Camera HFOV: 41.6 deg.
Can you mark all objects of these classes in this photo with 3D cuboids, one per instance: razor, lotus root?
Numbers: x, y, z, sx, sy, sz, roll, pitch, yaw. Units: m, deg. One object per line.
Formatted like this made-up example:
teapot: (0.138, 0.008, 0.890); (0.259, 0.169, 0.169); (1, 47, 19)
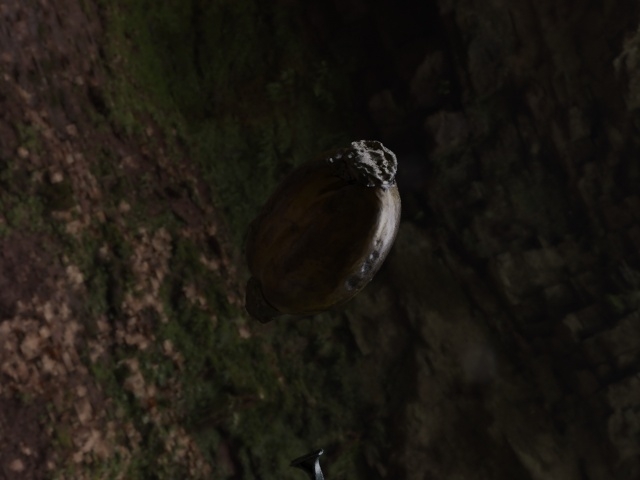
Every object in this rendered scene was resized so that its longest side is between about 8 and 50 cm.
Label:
razor: (-0.005, 0.374, 1.103); (0.066, 0.033, 0.190); (-34, -132, 39)
lotus root: (0.000, 0.000, 0.764); (0.209, 0.120, 0.120); (-51, -121, 27)
